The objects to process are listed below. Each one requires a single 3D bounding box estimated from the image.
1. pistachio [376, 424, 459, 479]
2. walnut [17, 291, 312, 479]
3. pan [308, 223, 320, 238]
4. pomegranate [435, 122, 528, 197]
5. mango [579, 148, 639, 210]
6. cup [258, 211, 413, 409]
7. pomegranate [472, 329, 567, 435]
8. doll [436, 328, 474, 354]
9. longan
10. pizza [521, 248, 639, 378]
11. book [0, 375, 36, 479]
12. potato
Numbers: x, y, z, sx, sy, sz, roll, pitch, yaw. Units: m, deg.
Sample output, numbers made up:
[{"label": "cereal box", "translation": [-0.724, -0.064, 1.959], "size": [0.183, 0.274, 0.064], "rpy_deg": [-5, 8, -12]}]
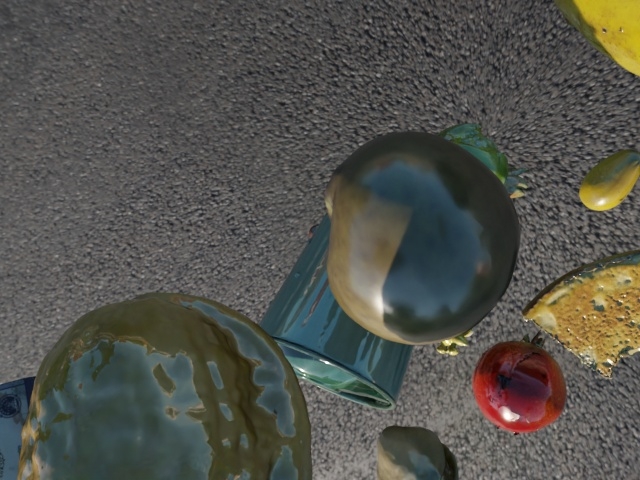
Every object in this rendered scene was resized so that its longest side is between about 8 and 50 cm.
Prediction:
[{"label": "pistachio", "translation": [0.140, 0.330, 0.818], "size": [0.112, 0.149, 0.113], "rpy_deg": [-1, 94, -13]}, {"label": "walnut", "translation": [-0.129, 0.164, 0.465], "size": [0.256, 0.224, 0.257], "rpy_deg": [-3, 72, 11]}, {"label": "pan", "translation": [0.000, 0.000, 1.717], "size": [0.068, 0.023, 0.115], "rpy_deg": [1, 71, -13]}, {"label": "pomegranate", "translation": [0.386, -0.161, 1.403], "size": [0.301, 0.236, 0.236], "rpy_deg": [14, 107, -27]}, {"label": "mango", "translation": [0.818, -0.169, 1.557], "size": [0.098, 0.137, 0.195], "rpy_deg": [28, 123, -22]}, {"label": "cup", "translation": [0.060, 0.135, 1.191], "size": [0.310, 0.401, 0.393], "rpy_deg": [29, 68, -5]}, {"label": "pomegranate", "translation": [0.460, 0.323, 1.277], "size": [0.210, 0.210, 0.235], "rpy_deg": [38, 63, 7]}, {"label": "doll", "translation": [0.336, 0.134, 1.359], "size": [0.117, 0.086, 0.291], "rpy_deg": [-12, 64, 57]}, {"label": "longan", "translation": [0.145, -0.002, 0.840], "size": [0.318, 0.319, 0.319], "rpy_deg": [3, 100, 16]}, {"label": "pizza", "translation": [0.580, 0.142, 1.092], "size": [0.323, 0.089, 0.223], "rpy_deg": [-27, 88, 21]}, {"label": "book", "translation": [-0.386, 0.241, 0.555], "size": [0.231, 0.026, 0.158], "rpy_deg": [-13, 78, -10]}, {"label": "potato", "translation": [0.369, -0.278, 0.630], "size": [0.140, 0.173, 0.300], "rpy_deg": [-41, 52, 16]}]
